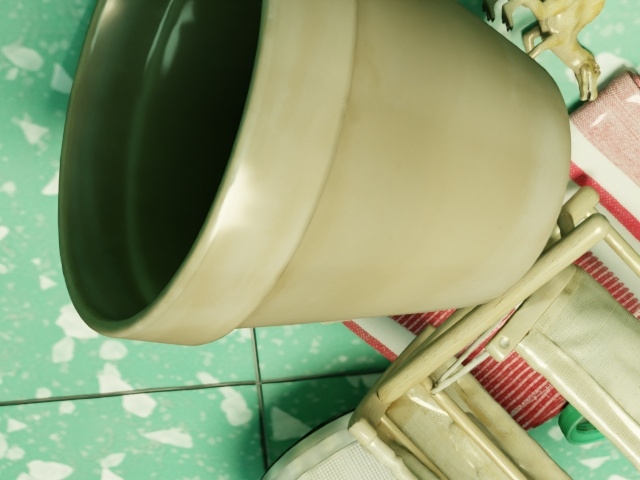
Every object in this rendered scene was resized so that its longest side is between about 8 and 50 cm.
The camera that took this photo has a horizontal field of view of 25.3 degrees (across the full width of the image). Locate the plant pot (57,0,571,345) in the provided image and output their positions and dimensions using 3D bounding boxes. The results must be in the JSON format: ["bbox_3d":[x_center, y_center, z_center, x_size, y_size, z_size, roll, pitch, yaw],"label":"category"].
[{"bbox_3d":[0.006,-0.072,0.985,0.280,0.323,0.323,12,125,-29],"label":"plant pot"}]

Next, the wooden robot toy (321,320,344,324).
[{"bbox_3d":[0.000,0.000,1.146,0.076,0.079,0.173,5,120,3],"label":"wooden robot toy"}]

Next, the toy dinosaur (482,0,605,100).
[{"bbox_3d":[0.172,-0.181,1.063,0.093,0.053,0.183,-19,134,-9],"label":"toy dinosaur"}]

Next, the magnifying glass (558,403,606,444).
[{"bbox_3d":[0.294,0.113,1.252,0.092,0.026,0.231,2,140,-36],"label":"magnifying glass"}]

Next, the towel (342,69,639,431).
[{"bbox_3d":[0.203,0.030,1.217,0.329,0.037,0.237,-39,119,22],"label":"towel"}]

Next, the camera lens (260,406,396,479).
[{"bbox_3d":[0.079,0.289,1.225,0.219,0.274,0.219,-22,147,-15],"label":"camera lens"}]

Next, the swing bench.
[{"bbox_3d":[0.199,0.140,1.099,0.255,0.165,0.253,-43,92,12],"label":"swing bench"}]
